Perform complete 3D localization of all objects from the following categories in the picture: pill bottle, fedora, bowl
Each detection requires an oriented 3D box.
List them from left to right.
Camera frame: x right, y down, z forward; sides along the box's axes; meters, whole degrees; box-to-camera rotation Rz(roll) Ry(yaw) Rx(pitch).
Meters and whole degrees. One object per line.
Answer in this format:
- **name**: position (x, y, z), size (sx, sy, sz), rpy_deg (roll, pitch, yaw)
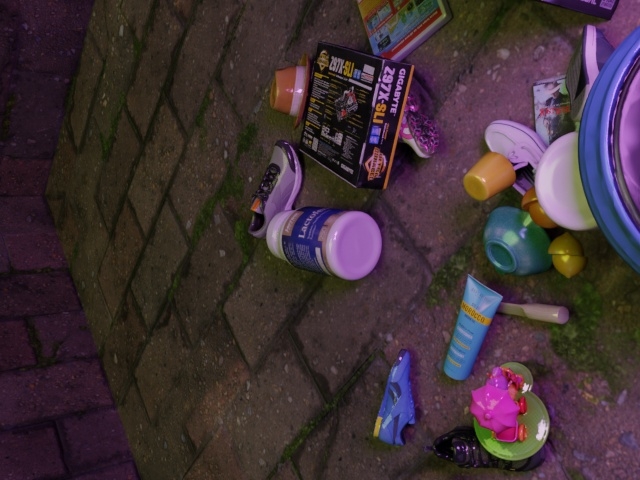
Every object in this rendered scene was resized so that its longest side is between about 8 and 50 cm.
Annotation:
- **fedora**: position (-0.076, -0.361, 1.583), size (0.194, 0.079, 0.194), rpy_deg (-172, 90, -80)
- **pill bottle**: position (0.000, 0.000, 1.515), size (0.265, 0.153, 0.153), rpy_deg (9, 100, 51)
- **pill bottle**: position (0.418, -0.083, 0.921), size (0.131, 0.229, 0.131), rpy_deg (6, 98, 51)
- **bowl**: position (0.502, -0.108, 0.744), size (0.391, 0.077, 0.390), rpy_deg (0, 88, 9)

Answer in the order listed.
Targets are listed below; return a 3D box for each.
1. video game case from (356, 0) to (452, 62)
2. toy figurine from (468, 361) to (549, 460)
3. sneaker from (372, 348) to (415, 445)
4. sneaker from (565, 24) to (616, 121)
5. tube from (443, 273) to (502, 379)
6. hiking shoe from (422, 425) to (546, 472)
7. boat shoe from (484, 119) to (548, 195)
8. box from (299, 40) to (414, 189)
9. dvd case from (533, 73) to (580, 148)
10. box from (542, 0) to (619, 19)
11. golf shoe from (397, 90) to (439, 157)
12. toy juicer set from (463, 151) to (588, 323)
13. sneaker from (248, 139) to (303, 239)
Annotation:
- **video game case**: position (0.154, -0.527, 1.378), size (0.204, 0.025, 0.285), rpy_deg (-31, 69, 48)
- **toy figurine**: position (0.307, 0.266, 1.108), size (0.130, 0.159, 0.173), rpy_deg (-1, 63, 27)
- **sneaker**: position (0.174, 0.336, 1.410), size (0.082, 0.069, 0.209), rpy_deg (15, 98, 16)
- **sneaker**: position (0.458, -0.236, 0.982), size (0.086, 0.164, 0.226), rpy_deg (94, -171, -48)
- **tube**: position (0.281, 0.167, 1.235), size (0.080, 0.052, 0.207), rpy_deg (34, 127, 36)
- **hiking shoe**: position (0.298, 0.388, 1.206), size (0.227, 0.114, 0.086), rpy_deg (-21, 78, 50)
- **boat shoe**: position (0.346, -0.128, 1.118), size (0.226, 0.076, 0.083), rpy_deg (50, 145, 36)
- **box**: position (0.063, -0.276, 1.418), size (0.322, 0.079, 0.257), rpy_deg (42, 123, 58)
- **dvd case**: position (0.399, -0.215, 1.107), size (0.087, 0.013, 0.119), rpy_deg (-2, 91, 51)
- **box**: position (0.285, -0.439, 1.050), size (0.307, 0.243, 0.076), rpy_deg (40, 123, 43)
- **golf shoe**: position (0.181, -0.225, 1.343), size (0.086, 0.068, 0.186), rpy_deg (-62, 38, 42)
- **toy juicer set**: position (0.355, 0.017, 1.095), size (0.209, 0.089, 0.329), rpy_deg (27, 144, 46)
- **sneaker**: position (-0.120, -0.123, 1.693), size (0.100, 0.108, 0.271), rpy_deg (30, 115, 48)
